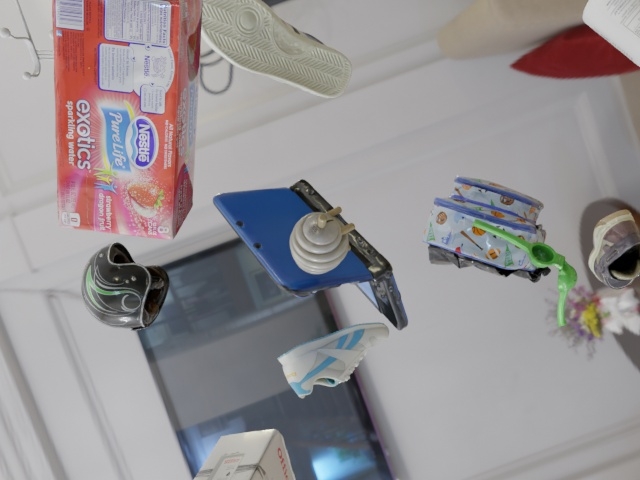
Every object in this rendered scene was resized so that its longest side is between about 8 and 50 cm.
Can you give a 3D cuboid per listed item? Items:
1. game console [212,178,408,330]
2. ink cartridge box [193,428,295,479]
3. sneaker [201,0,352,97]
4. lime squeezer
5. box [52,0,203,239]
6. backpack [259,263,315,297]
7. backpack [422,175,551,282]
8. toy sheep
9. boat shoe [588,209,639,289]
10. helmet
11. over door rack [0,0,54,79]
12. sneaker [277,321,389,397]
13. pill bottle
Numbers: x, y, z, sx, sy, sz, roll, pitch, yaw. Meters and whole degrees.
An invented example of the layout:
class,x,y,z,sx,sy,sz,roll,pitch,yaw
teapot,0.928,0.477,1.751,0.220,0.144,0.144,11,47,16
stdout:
class,x,y,z,sx,sy,sz,roll,pitch,yaw
game console,-0.016,0.036,1.186,0.293,0.173,0.250,48,166,44
ink cartridge box,-0.129,0.468,1.120,0.283,0.117,0.207,-52,-51,-69
sneaker,-0.109,-0.387,1.388,0.350,0.131,0.148,24,-171,-32
lime squeezer,0.435,0.050,1.384,0.310,0.059,0.110,46,156,-18
box,-0.204,-0.142,0.761,0.122,0.128,0.257,-84,1,-68
backpack,-0.041,0.036,1.532,0.117,0.158,0.173,42,178,37
backpack,0.351,-0.023,1.506,0.263,0.276,0.213,-12,-67,-62
toy sheep,0.000,0.000,0.972,0.132,0.091,0.091,93,161,-55
boat shoe,0.634,0.043,1.482,0.285,0.102,0.092,59,-167,-54
helmet,-0.411,0.094,1.447,0.169,0.161,0.169,16,-90,-82
over door rack,-0.535,-0.479,1.437,0.108,0.239,0.324,-77,-11,-56
sneaker,0.035,0.217,1.306,0.092,0.228,0.087,67,152,11
pill bottle,0.596,-0.377,1.246,0.229,0.131,0.131,48,173,18
